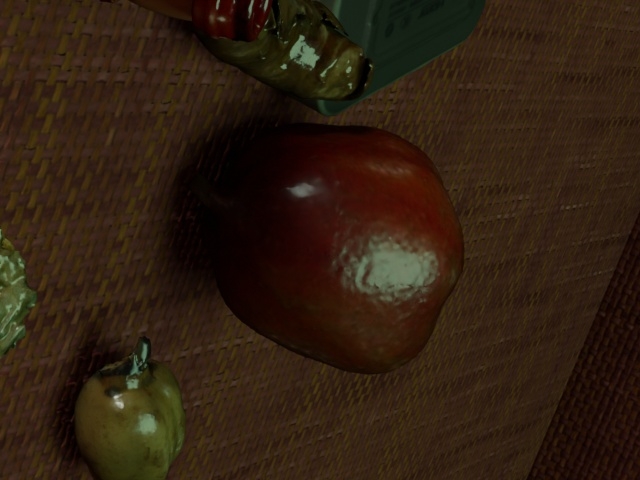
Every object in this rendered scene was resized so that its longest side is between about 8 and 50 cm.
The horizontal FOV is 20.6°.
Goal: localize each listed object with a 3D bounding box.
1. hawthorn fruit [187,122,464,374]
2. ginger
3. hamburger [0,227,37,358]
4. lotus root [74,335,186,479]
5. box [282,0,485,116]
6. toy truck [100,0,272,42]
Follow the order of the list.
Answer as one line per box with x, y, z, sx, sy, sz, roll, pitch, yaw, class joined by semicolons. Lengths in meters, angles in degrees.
0.017;0.003;1.948;0.295;0.295;0.311;-63;156;1;hawthorn fruit
-0.055;-0.218;1.771;0.309;0.133;0.107;30;71;-61;ginger
-0.351;0.037;1.472;0.183;0.130;0.206;-52;135;-26;hamburger
-0.205;0.190;1.899;0.125;0.118;0.221;-85;175;-46;lotus root
0.105;-0.351;1.997;0.367;0.090;0.373;-33;141;-47;box
-0.107;-0.324;1.497;0.265;0.189;0.239;92;18;-58;toy truck
